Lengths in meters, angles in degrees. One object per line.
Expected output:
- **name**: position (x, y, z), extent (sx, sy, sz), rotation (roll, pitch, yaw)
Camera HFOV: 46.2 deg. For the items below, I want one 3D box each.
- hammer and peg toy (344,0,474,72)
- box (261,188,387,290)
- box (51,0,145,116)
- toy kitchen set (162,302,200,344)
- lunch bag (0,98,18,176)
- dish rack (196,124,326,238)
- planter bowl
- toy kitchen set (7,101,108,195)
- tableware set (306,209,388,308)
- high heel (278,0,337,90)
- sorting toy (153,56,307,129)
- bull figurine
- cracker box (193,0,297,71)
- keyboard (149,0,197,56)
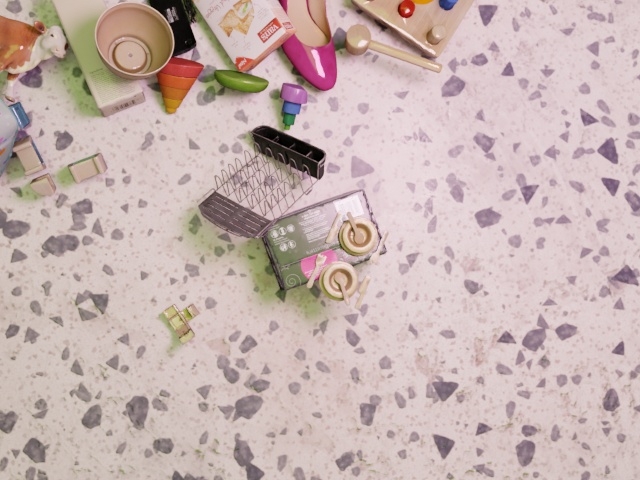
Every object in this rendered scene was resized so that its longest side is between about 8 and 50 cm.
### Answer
- **hammer and peg toy**: position (0.215, -0.553, 1.778), extent (0.266, 0.127, 0.361), rotation (32, 84, -6)
- **box**: position (0.000, 0.000, 1.711), extent (0.247, 0.142, 0.163), rotation (-20, 88, -9)
- **box**: position (-0.501, -0.431, 1.698), extent (0.113, 0.094, 0.275), rotation (-22, 89, -9)
- **toy kitchen set**: position (-0.306, 0.179, 1.695), extent (0.068, 0.075, 0.083), rotation (-34, 95, -9)
- **lunch bag**: position (-0.763, -0.234, 1.570), extent (0.224, 0.279, 0.108), rotation (45, 47, -4)
- **dish rack**: position (-0.136, -0.127, 1.662), extent (0.208, 0.074, 0.271), rotation (27, 58, 30)
- **planter bowl**: position (-0.405, -0.413, 1.610), extent (0.162, 0.109, 0.162), rotation (4, 80, -21)
- **toy kitchen set**: position (-0.597, -0.225, 1.682), extent (0.166, 0.122, 0.207), rotation (-23, 110, -8)
- **tableware set**: position (0.063, 0.038, 1.624), extent (0.128, 0.039, 0.194), rotation (24, 83, -5)
- **high heel**: position (-0.026, -0.538, 1.709), extent (0.127, 0.181, 0.377), rotation (-24, 89, -28)
- **sorting toy**: position (-0.216, -0.329, 1.736), extent (0.365, 0.127, 0.126), rotation (12, 109, -4)
- **bull figurine**: position (-0.716, -0.429, 1.661), extent (0.310, 0.101, 0.188), rotation (23, 79, 4)
- **cracker box**: position (-0.182, -0.528, 1.717), extent (0.155, 0.067, 0.232), rotation (-34, 92, 31)
- **keyboard**: position (-0.336, -0.525, 1.757), extent (0.100, 0.038, 0.192), rotation (-20, 82, 2)
